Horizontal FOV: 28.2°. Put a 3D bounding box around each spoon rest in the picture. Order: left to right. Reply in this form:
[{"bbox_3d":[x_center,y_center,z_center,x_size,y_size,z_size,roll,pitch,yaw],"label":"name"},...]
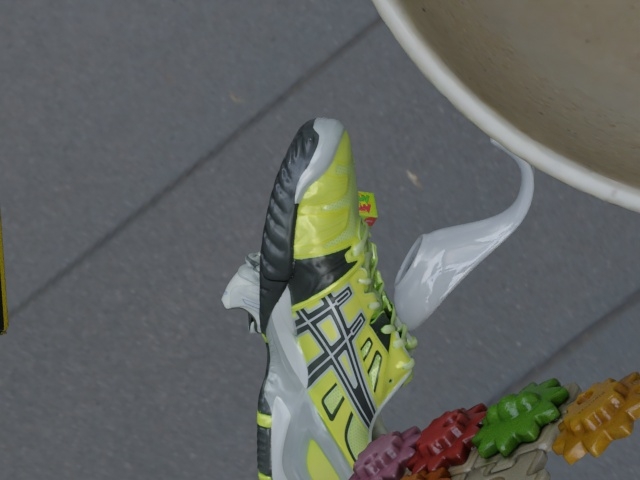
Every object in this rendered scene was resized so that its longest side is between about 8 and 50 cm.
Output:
[{"bbox_3d":[0.166,-0.005,1.463,0.084,0.137,0.276,27,122,-4],"label":"spoon rest"}]

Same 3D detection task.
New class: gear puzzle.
[{"bbox_3d":[0.111,0.169,0.978,0.339,0.044,0.175,-29,15,44],"label":"gear puzzle"}]

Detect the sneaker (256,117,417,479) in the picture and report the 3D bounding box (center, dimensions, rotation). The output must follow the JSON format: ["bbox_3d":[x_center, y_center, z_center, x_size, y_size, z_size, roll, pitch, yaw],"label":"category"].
[{"bbox_3d":[0.021,0.068,1.209,0.147,0.145,0.384,4,113,8],"label":"sneaker"}]

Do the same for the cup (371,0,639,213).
[{"bbox_3d":[0.188,-0.180,0.508,0.331,0.237,0.331,3,99,18],"label":"cup"}]

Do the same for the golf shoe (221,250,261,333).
[{"bbox_3d":[-0.051,0.089,1.588,0.086,0.176,0.069,-46,32,6],"label":"golf shoe"}]

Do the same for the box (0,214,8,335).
[{"bbox_3d":[-0.462,-0.043,1.402,0.257,0.079,0.321,-11,82,39],"label":"box"}]

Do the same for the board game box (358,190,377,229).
[{"bbox_3d":[0.000,0.000,1.739,0.181,0.092,0.043,121,149,-47],"label":"board game box"}]
